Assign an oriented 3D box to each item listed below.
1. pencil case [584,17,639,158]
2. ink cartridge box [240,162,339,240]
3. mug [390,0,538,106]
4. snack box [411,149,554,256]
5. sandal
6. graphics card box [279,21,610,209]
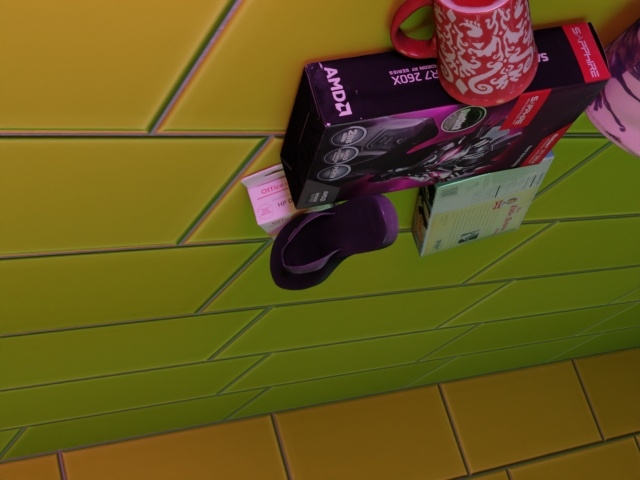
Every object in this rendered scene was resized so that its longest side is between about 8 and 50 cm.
[{"bbox_3d":[0.501,-0.251,1.117,0.184,0.159,0.410,31,143,-12],"label":"pencil case"},{"bbox_3d":[-0.036,-0.050,1.381,0.104,0.061,0.181,-20,160,8],"label":"ink cartridge box"},{"bbox_3d":[0.152,-0.222,1.004,0.150,0.113,0.169,-21,157,5],"label":"mug"},{"bbox_3d":[0.254,-0.071,1.570,0.187,0.060,0.322,-15,161,-5],"label":"snack box"},{"bbox_3d":[0.000,-0.001,1.278,0.055,0.097,0.254,-11,167,-39],"label":"sandal"},{"bbox_3d":[0.147,-0.153,1.207,0.371,0.094,0.233,-10,160,-15],"label":"graphics card box"}]
